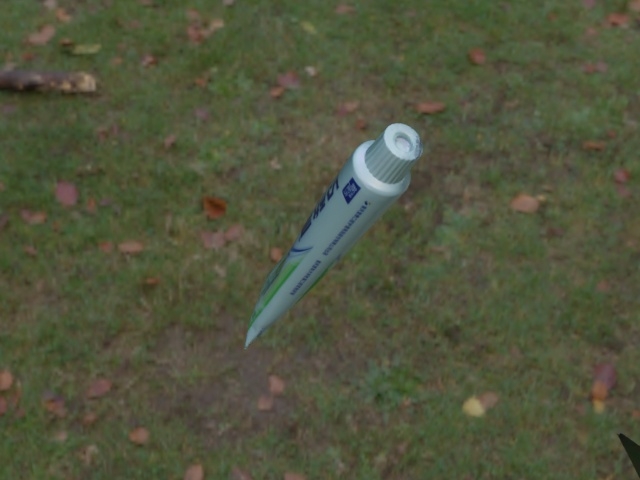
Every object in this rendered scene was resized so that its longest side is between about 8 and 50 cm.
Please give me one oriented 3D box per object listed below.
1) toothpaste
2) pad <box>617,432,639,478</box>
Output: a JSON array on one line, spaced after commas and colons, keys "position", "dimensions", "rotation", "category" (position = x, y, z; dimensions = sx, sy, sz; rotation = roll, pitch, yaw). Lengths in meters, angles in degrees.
[{"position": [0.000, 0.000, 0.952], "dimensions": [0.048, 0.297, 0.075], "rotation": [27, 53, -10], "category": "toothpaste"}, {"position": [0.418, 0.357, 1.113], "dimensions": [0.007, 0.368, 0.247], "rotation": [-36, 26, -10], "category": "pad"}]
